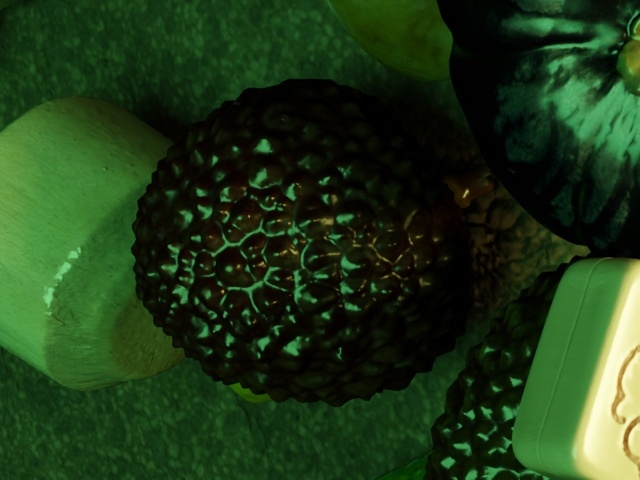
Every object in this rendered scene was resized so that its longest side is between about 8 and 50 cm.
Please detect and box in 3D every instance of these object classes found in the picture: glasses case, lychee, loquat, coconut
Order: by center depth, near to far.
[{"bbox_3d":[0.284,0.130,1.264,0.076,0.336,0.144,-3,67,62],"label":"glasses case"},{"bbox_3d":[0.201,0.132,1.400,0.236,0.271,0.236,58,168,20],"label":"lychee"},{"bbox_3d":[0.080,-0.233,1.463,0.179,0.179,0.227,-9,99,43],"label":"loquat"},{"bbox_3d":[0.000,0.000,1.559,0.264,0.300,0.264,163,90,-83],"label":"lychee"},{"bbox_3d":[-0.215,-0.003,1.754,0.266,0.237,0.237,32,122,24],"label":"coconut"}]

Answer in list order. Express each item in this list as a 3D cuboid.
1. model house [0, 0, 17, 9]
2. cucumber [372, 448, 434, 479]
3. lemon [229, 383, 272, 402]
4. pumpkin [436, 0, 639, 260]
[{"bbox_3d":[-0.370,-0.236,1.905,0.248,0.181,0.176,3,149,16],"label":"model house"},{"bbox_3d":[0.118,0.184,1.626,0.250,0.056,0.056,-35,78,45],"label":"cucumber"},{"bbox_3d":[-0.055,0.089,1.736,0.082,0.082,0.111,-11,97,43],"label":"lemon"},{"bbox_3d":[0.253,-0.147,1.255,0.363,0.266,0.363,12,111,33],"label":"pumpkin"}]
